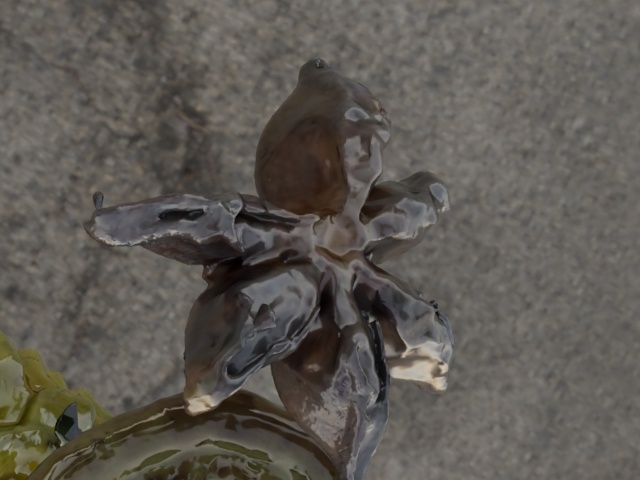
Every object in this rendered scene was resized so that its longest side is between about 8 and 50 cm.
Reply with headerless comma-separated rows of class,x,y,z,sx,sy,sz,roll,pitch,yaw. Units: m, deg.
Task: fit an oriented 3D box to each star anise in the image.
star anise,0.007,0.015,0.572,0.172,0.063,0.208,61,39,-9

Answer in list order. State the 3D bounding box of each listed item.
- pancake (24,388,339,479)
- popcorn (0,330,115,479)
pancake,-0.050,0.189,0.598,0.250,0.031,0.250,7,75,-28
popcorn,-0.227,0.165,0.783,0.249,0.225,0.249,-6,90,-66
